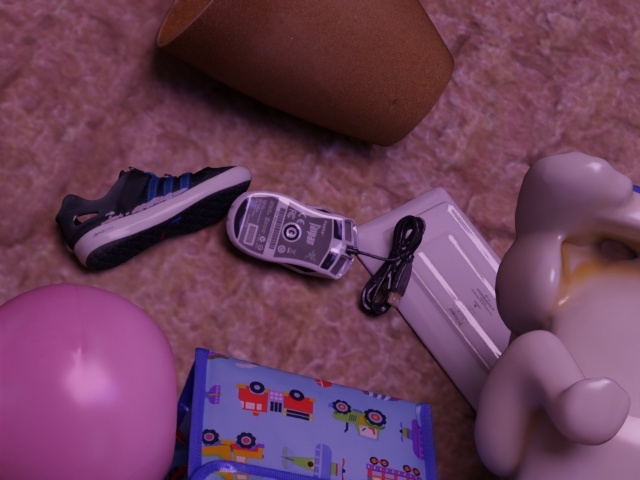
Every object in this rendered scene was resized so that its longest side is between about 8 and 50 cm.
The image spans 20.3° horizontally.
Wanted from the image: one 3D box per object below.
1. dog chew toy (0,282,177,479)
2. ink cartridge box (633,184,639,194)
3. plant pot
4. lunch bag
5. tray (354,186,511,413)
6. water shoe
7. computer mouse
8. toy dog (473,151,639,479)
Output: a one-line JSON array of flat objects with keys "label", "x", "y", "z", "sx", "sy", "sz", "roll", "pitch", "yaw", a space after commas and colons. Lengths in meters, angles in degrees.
[{"label": "dog chew toy", "x": -0.289, "y": 0.137, "z": 1.467, "sx": 0.332, "sy": 0.206, "sz": 0.206, "roll": 1, "pitch": 58, "yaw": -13}, {"label": "ink cartridge box", "x": 0.448, "y": 0.036, "z": 1.887, "sx": 0.311, "sy": 0.065, "sz": 0.185, "roll": 16, "pitch": 29, "yaw": -15}, {"label": "plant pot", "x": 0.002, "y": -0.215, "z": 1.822, "sx": 0.254, "sy": 0.237, "sz": 0.237, "roll": 38, "pitch": 50, "yaw": -17}, {"label": "lunch bag", "x": -0.018, "y": 0.247, "z": 1.479, "sx": 0.221, "sy": 0.138, "sz": 0.293, "roll": 15, "pitch": 31, "yaw": -13}, {"label": "tray", "x": 0.157, "y": 0.066, "z": 1.801, "sx": 0.145, "sy": 0.030, "sz": 0.270, "roll": -27, "pitch": 72, "yaw": -33}, {"label": "water shoe", "x": -0.157, "y": -0.044, "z": 1.713, "sx": 0.203, "sy": 0.073, "sz": 0.080, "roll": -25, "pitch": 68, "yaw": -34}, {"label": "computer mouse", "x": 0.000, "y": 0.000, "z": 1.760, "sx": 0.193, "sy": 0.042, "sz": 0.106, "roll": 18, "pitch": 85, "yaw": -8}, {"label": "toy dog", "x": 0.231, "y": 0.188, "z": 1.533, "sx": 0.285, "sy": 0.395, "sz": 0.407, "roll": 22, "pitch": 60, "yaw": -13}]
